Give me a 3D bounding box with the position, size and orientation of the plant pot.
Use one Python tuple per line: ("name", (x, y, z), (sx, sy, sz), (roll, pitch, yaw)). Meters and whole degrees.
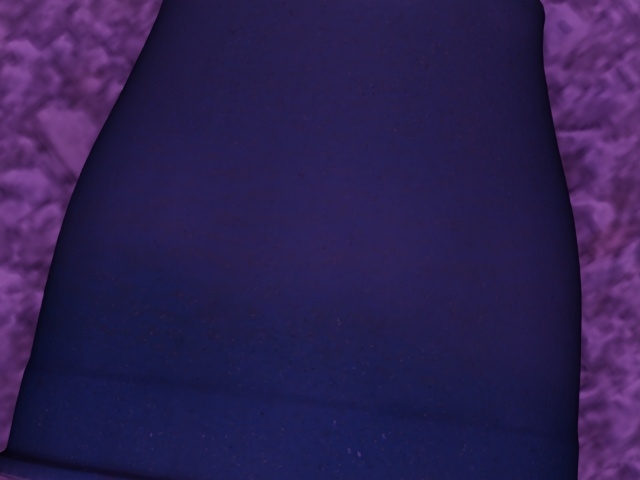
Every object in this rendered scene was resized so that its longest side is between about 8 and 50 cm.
("plant pot", (0.000, 0.000, 0.887), (0.272, 0.271, 0.255), (7, 85, 2))
